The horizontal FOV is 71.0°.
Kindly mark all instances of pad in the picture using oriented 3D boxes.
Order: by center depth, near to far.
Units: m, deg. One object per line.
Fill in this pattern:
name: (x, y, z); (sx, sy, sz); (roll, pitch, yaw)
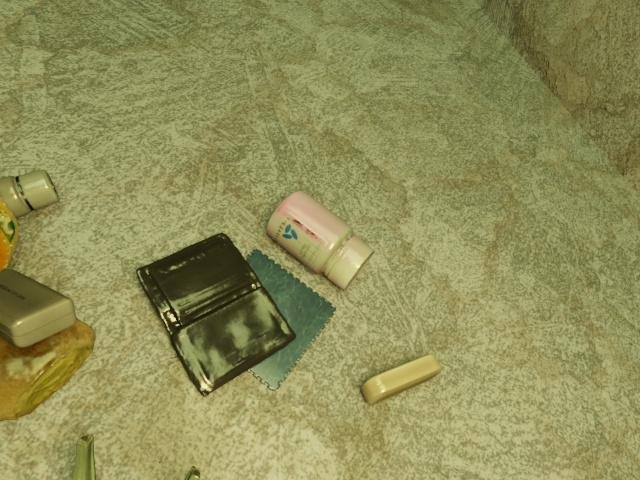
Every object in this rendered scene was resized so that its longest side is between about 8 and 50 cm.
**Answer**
pad: (-0.131, 0.172, 1.057); (0.269, 0.012, 0.269); (35, 52, 7)

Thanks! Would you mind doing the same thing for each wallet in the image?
wallet: (-0.237, 0.147, 1.006); (0.247, 0.041, 0.322); (-27, 71, -31)

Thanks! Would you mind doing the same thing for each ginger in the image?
ginger: (-0.563, 0.212, 0.814); (0.222, 0.130, 0.275); (24, 48, 8)

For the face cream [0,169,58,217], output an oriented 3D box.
face cream: (-0.755, -0.073, 0.984); (0.315, 0.089, 0.143); (-22, 65, -21)

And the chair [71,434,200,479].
chair: (-0.325, 0.474, 0.670); (0.204, 0.274, 0.190); (18, 29, -4)

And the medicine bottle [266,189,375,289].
medicine bottle: (0.000, 0.000, 1.136); (0.255, 0.152, 0.152); (39, 53, 10)

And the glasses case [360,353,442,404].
glasses case: (0.185, 0.313, 1.016); (0.197, 0.083, 0.050); (-12, 61, -27)

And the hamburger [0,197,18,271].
hamburger: (-0.721, -0.004, 0.871); (0.237, 0.147, 0.236); (0, 90, -27)

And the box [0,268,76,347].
box: (-0.546, 0.114, 0.805); (0.244, 0.055, 0.103); (13, 28, 34)
